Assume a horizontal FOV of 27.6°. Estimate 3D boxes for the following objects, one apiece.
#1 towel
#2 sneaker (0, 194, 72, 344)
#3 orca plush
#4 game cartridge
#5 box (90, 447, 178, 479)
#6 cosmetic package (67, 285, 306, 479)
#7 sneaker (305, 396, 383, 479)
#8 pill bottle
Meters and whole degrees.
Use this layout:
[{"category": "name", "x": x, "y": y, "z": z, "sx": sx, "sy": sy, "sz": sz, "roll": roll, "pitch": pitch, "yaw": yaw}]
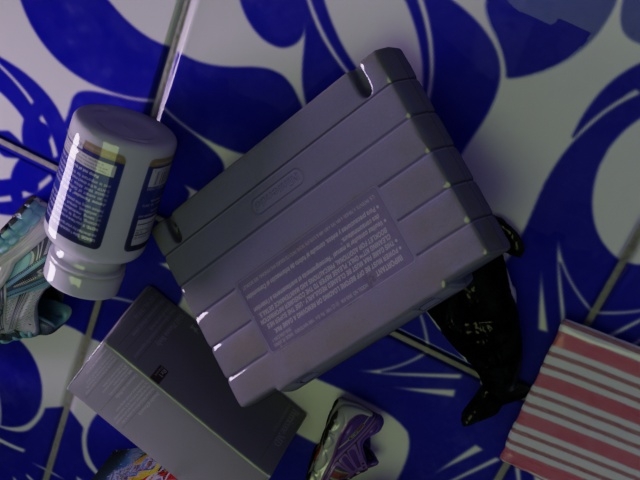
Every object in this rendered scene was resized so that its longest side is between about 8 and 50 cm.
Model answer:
[{"category": "towel", "x": 0.284, "y": 0.181, "z": 1.353, "sx": 0.144, "sy": 0.029, "sz": 0.197, "roll": 21, "pitch": 120, "yaw": 5}, {"category": "sneaker", "x": -0.362, "y": 0.082, "z": 1.498, "sx": 0.122, "sy": 0.110, "sz": 0.283, "roll": 39, "pitch": 124, "yaw": -7}, {"category": "orca plush", "x": 0.128, "y": 0.071, "z": 1.308, "sx": 0.151, "sy": 0.102, "sz": 0.287, "roll": 0, "pitch": 117, "yaw": 21}, {"category": "game cartridge", "x": 0.000, "y": 0.000, "z": 1.291, "sx": 0.355, "sy": 0.068, "sz": 0.230, "roll": -34, "pitch": 83, "yaw": 35}, {"category": "box", "x": -0.216, "y": 0.317, "z": 1.493, "sx": 0.159, "sy": 0.233, "sz": 0.044, "roll": -11, "pitch": 113, "yaw": 26}, {"category": "cosmetic package", "x": -0.147, "y": 0.182, "z": 1.459, "sx": 0.238, "sy": 0.127, "sz": 0.107, "roll": 37, "pitch": 124, "yaw": -4}, {"category": "sneaker", "x": 0.025, "y": 0.255, "z": 1.472, "sx": 0.071, "sy": 0.068, "sz": 0.170, "roll": 19, "pitch": 125, "yaw": -3}, {"category": "pill bottle", "x": -0.227, "y": -0.038, "z": 1.360, "sx": 0.112, "sy": 0.112, "sz": 0.186, "roll": 24, "pitch": 111, "yaw": 7}]
